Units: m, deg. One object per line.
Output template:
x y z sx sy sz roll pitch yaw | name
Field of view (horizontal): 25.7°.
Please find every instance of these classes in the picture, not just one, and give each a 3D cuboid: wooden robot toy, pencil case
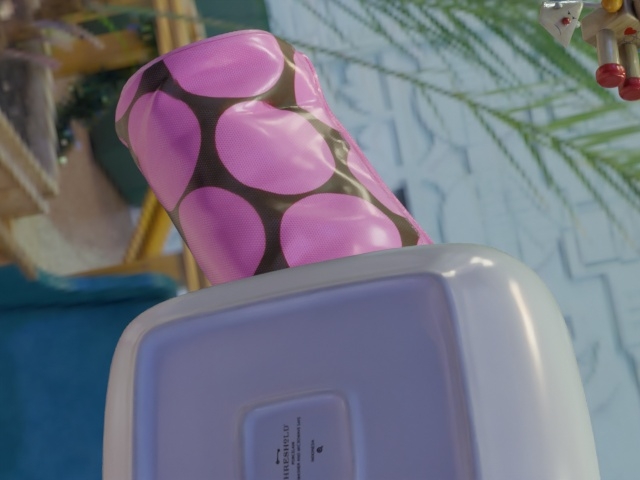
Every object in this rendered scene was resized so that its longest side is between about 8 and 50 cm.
0.239 -0.150 1.014 0.173 0.079 0.076 21 47 -35 | wooden robot toy
0.000 0.000 0.591 0.209 0.098 0.095 54 0 23 | pencil case

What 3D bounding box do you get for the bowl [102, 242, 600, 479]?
0.001 0.064 0.379 0.053 0.142 0.142 58 25 -56 | bowl
